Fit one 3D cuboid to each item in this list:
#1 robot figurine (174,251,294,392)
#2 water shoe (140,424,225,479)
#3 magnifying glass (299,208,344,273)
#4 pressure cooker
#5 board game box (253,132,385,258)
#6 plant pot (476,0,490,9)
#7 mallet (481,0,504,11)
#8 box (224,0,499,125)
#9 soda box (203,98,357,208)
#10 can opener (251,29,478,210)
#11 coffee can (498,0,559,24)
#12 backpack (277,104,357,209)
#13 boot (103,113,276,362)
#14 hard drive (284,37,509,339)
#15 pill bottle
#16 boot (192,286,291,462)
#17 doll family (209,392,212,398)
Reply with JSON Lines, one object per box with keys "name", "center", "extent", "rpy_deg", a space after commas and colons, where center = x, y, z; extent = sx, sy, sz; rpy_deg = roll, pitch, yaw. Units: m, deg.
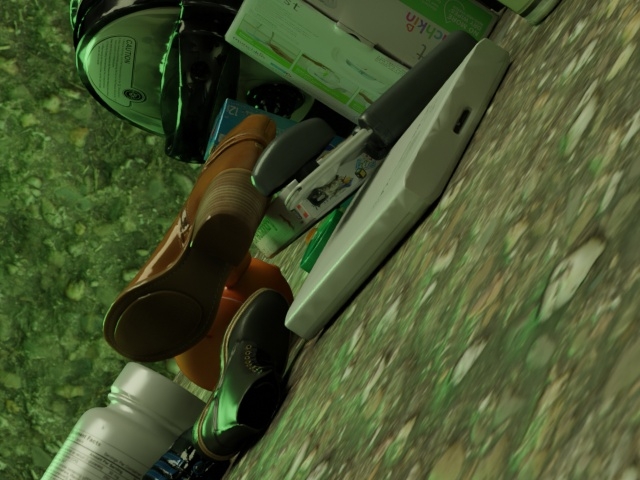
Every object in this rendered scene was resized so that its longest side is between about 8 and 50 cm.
{"name": "robot figurine", "center": [-0.104, 0.103, 2.083], "extent": [0.158, 0.128, 0.219], "rpy_deg": [-46, 8, 28]}
{"name": "water shoe", "center": [-0.146, 0.247, 1.844], "extent": [0.080, 0.073, 0.203], "rpy_deg": [-53, 6, 28]}
{"name": "magnifying glass", "center": [0.000, 0.000, 2.343], "extent": [0.092, 0.026, 0.231], "rpy_deg": [-58, 6, -1]}
{"name": "pressure cooker", "center": [-0.145, -0.325, 2.361], "extent": [0.376, 0.370, 0.420], "rpy_deg": [-14, 55, 33]}
{"name": "board game box", "center": [0.022, -0.074, 2.012], "extent": [0.193, 0.053, 0.305], "rpy_deg": [-39, 0, -15]}
{"name": "plant pot", "center": [0.135, -0.393, 2.256], "extent": [0.263, 0.229, 0.263], "rpy_deg": [-57, 3, 5]}
{"name": "mallet", "center": [0.219, -0.309, 2.038], "extent": [0.039, 0.062, 0.190], "rpy_deg": [-50, -8, 25]}
{"name": "box", "center": [0.041, -0.250, 2.047], "extent": [0.126, 0.262, 0.231], "rpy_deg": [-59, 3, -19]}
{"name": "soda box", "center": [-0.037, -0.108, 2.211], "extent": [0.071, 0.210, 0.067], "rpy_deg": [133, 155, -68]}
{"name": "can opener", "center": [0.053, -0.130, 1.817], "extent": [0.280, 0.093, 0.074], "rpy_deg": [-38, -7, -17]}
{"name": "coffee can", "center": [0.138, -0.357, 1.601], "extent": [0.201, 0.275, 0.201], "rpy_deg": [-57, 5, 7]}
{"name": "backpack", "center": [-0.015, -0.170, 2.617], "extent": [0.276, 0.213, 0.263], "rpy_deg": [-61, -6, -12]}
{"name": "boot", "center": [-0.144, -0.007, 1.995], "extent": [0.283, 0.109, 0.220], "rpy_deg": [-56, 13, 34]}
{"name": "hard drive", "center": [0.071, -0.044, 1.695], "extent": [0.203, 0.040, 0.307], "rpy_deg": [-60, 5, -34]}
{"name": "pill bottle", "center": [-0.239, 0.293, 1.986], "extent": [0.283, 0.160, 0.160], "rpy_deg": [-58, 4, -14]}
{"name": "boot", "center": [-0.058, 0.129, 1.790], "extent": [0.137, 0.077, 0.197], "rpy_deg": [-39, 31, 63]}
{"name": "doll family", "center": [-0.114, 0.140, 2.279], "extent": [0.111, 0.076, 0.193], "rpy_deg": [-48, 13, 42]}
